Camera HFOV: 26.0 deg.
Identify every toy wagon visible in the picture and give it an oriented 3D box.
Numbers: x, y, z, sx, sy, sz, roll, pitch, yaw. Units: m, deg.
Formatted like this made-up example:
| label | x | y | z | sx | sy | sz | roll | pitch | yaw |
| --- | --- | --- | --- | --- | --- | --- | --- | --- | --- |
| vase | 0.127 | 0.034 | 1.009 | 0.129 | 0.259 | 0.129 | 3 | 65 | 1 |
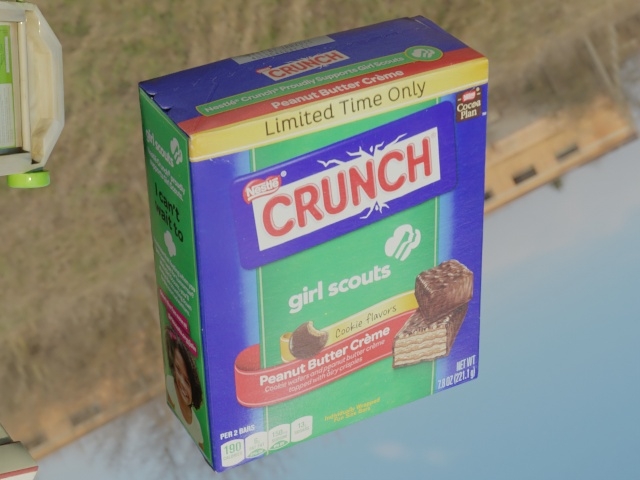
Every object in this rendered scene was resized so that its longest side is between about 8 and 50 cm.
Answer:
| label | x | y | z | sx | sy | sz | roll | pitch | yaw |
| --- | --- | --- | --- | --- | --- | --- | --- | --- | --- |
| toy wagon | -0.430 | -0.191 | 1.711 | 0.068 | 0.267 | 0.344 | 2 | -172 | 25 |

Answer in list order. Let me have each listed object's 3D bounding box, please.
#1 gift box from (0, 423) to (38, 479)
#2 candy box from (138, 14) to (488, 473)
| label | x | y | z | sx | sy | sz | roll | pitch | yaw |
| --- | --- | --- | --- | --- | --- | --- | --- | --- | --- |
| gift box | -0.492 | 0.308 | 1.592 | 0.255 | 0.258 | 0.276 | -10 | 133 | -44 |
| candy box | 0.000 | 0.000 | 1.150 | 0.268 | 0.317 | 0.122 | -17 | -147 | -24 |
